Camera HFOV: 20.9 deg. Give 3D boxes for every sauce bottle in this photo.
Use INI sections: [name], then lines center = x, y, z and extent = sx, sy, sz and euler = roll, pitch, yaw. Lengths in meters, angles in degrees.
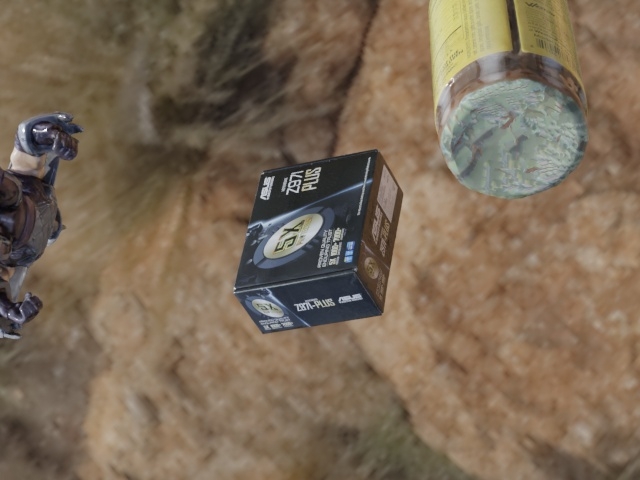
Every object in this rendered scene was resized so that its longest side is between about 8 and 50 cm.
[sauce bottle]
center = 0.138, -0.168, 1.325
extent = 0.111, 0.344, 0.111
euler = 2, 127, 2

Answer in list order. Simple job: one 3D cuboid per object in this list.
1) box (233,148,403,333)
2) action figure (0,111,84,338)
[box]
center = 0.000, 0.000, 1.886
extent = 0.147, 0.180, 0.077
euler = -10, 136, 25
[action figure]
center = -0.248, -0.016, 1.352
extent = 0.099, 0.285, 0.185
euler = 6, 88, 8
